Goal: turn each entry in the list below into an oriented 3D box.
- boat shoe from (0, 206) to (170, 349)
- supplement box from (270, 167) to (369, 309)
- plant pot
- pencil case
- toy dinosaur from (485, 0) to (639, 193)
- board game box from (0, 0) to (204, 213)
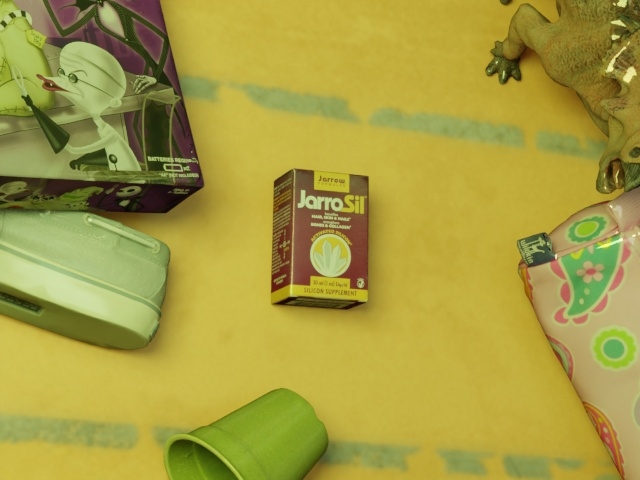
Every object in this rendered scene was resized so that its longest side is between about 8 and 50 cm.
[{"bbox_3d":[-0.193,-0.010,0.896,0.227,0.079,0.081,25,64,-20],"label":"boat shoe"},{"bbox_3d":[0.000,0.000,0.979,0.055,0.043,0.083,4,79,-19],"label":"supplement box"},{"bbox_3d":[-0.039,0.131,0.930,0.079,0.083,0.083,-37,95,-35],"label":"plant pot"},{"bbox_3d":[0.240,0.101,1.014,0.124,0.124,0.284,-28,92,-23],"label":"pencil case"},{"bbox_3d":[0.202,-0.167,1.001,0.127,0.200,0.296,-3,81,-21],"label":"toy dinosaur"},{"bbox_3d":[-0.227,-0.122,0.821,0.346,0.056,0.208,1,64,-45],"label":"board game box"}]
